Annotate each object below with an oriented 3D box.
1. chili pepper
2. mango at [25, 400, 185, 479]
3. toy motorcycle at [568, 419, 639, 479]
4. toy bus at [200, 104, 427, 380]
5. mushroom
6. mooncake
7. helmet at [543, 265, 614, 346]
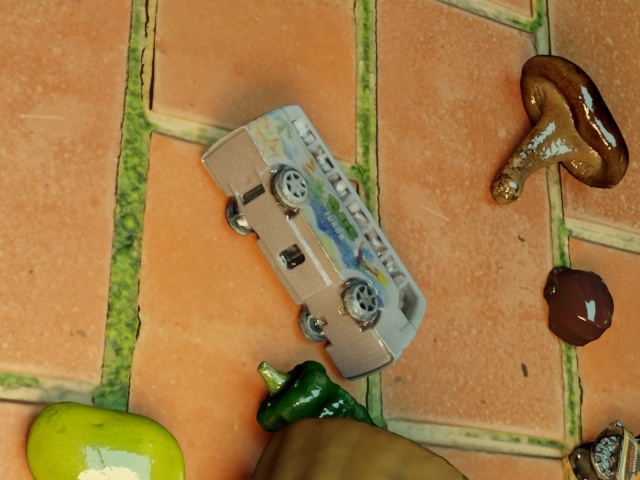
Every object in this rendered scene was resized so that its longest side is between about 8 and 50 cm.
[{"bbox_3d":[0.030,0.228,1.182,0.270,0.136,0.099,39,101,-9],"label":"chili pepper"},{"bbox_3d":[-0.216,0.229,1.047,0.163,0.089,0.117,14,73,-15],"label":"mango"},{"bbox_3d":[0.398,0.366,1.375,0.157,0.091,0.263,20,67,-6],"label":"toy motorcycle"},{"bbox_3d":[0.000,0.000,1.256,0.330,0.109,0.136,57,43,-4],"label":"toy bus"},{"bbox_3d":[0.318,-0.140,1.508,0.217,0.148,0.227,-32,87,-21],"label":"mushroom"},{"bbox_3d":[0.041,0.325,1.053,0.290,0.290,0.161,44,52,-12],"label":"mooncake"},{"bbox_3d":[0.374,0.087,1.483,0.098,0.070,0.123,14,67,-28],"label":"helmet"}]
